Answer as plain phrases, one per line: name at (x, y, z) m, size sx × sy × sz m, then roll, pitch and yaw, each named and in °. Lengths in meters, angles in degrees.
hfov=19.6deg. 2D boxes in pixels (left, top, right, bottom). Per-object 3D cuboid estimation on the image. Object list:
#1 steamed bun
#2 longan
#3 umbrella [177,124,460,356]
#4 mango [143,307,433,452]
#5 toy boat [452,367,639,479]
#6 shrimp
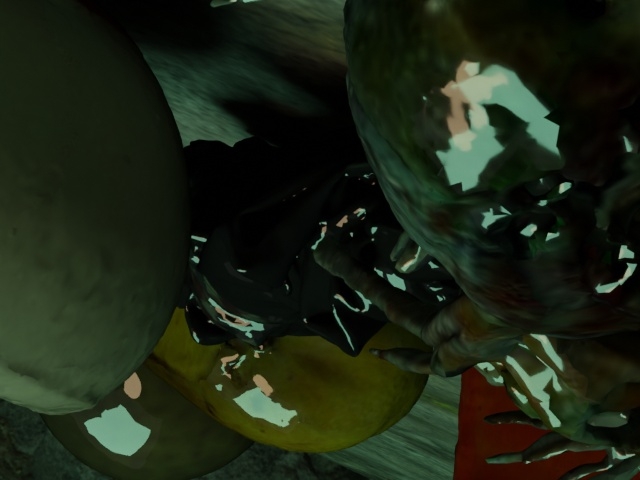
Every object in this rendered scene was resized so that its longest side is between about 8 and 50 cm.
steamed bun at (-0.178, -0.051, 0.749) m, size 0.283 × 0.177 × 0.283 m, roll 23°, pitch 173°, yaw 3°
longan at (-0.117, 0.087, 1.355) m, size 0.198 × 0.198 × 0.212 m, roll 22°, pitch 169°, yaw 16°
umbrella at (-0.001, -0.001, 0.805) m, size 0.122 × 0.110 × 0.272 m, roll 30°, pitch 170°, yaw -17°
mango at (-0.036, 0.043, 1.088) m, size 0.167 × 0.130 × 0.262 m, roll 25°, pitch 178°, yaw -34°
toy boat at (0.197, 0.088, 0.748) m, size 0.133 × 0.145 × 0.332 m, roll 3°, pitch -175°, yaw -31°
shrimp at (0.063, -0.023, 0.522) m, size 0.172 × 0.137 × 0.372 m, roll 59°, pitch 172°, yaw 17°
